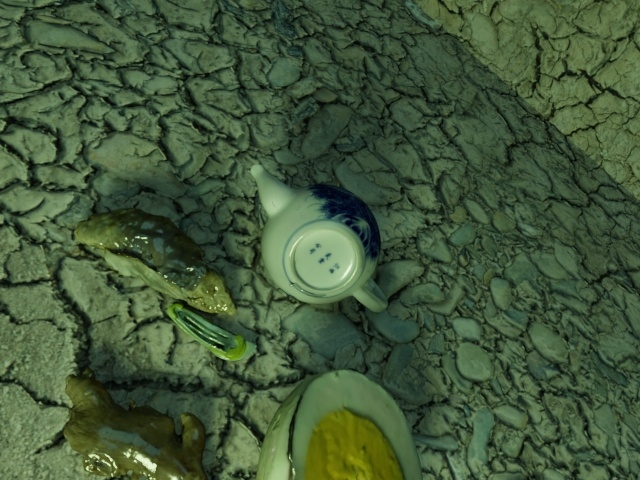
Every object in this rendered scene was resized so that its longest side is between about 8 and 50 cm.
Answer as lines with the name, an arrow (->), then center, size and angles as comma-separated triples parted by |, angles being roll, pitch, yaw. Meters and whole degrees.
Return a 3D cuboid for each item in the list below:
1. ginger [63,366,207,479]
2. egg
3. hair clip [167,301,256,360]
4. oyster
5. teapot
ginger -> -0.300, 0.337, 1.094 | 0.333, 0.080, 0.166 | 30, 61, 0
egg -> 0.008, 0.392, 1.126 | 0.337, 0.201, 0.337 | 28, 51, -40
hair clip -> -0.219, 0.181, 1.275 | 0.188, 0.033, 0.060 | 33, 51, -5
oyster -> -0.306, 0.036, 1.285 | 0.341, 0.110, 0.166 | 40, 50, 4
teapot -> 0.000, 0.000, 1.398 | 0.424, 0.252, 0.280 | 45, 9, -15
